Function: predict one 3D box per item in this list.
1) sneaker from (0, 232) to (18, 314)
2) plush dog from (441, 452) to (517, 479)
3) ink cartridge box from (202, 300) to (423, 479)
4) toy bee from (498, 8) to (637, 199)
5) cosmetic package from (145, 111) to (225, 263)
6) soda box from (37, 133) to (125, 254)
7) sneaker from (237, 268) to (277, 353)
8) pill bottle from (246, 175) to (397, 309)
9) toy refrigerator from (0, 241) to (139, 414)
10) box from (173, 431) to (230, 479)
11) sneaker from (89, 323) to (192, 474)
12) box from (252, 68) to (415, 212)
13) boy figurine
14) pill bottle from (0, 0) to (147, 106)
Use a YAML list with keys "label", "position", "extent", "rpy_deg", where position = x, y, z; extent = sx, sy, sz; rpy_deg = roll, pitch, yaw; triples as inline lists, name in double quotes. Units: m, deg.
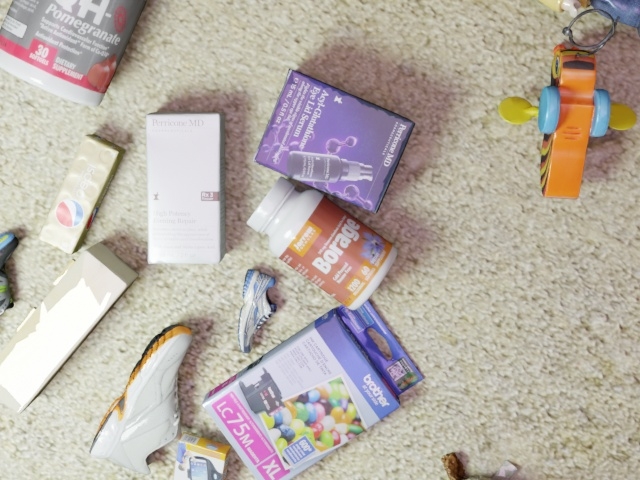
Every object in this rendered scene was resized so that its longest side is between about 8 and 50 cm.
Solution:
- label: "sneaker"
  position: [-0.519, 0.075, 1.709]
  extent: [0.078, 0.067, 0.188]
  rpy_deg: [20, 96, -23]
- label: "plush dog"
  position: [0.239, 0.454, 1.653]
  extent: [0.262, 0.225, 0.210]
  rpy_deg: [-15, 97, 3]
- label: "ink cartridge box"
  position: [-0.010, 0.242, 1.716]
  extent: [0.311, 0.065, 0.186]
  rpy_deg: [-35, 96, 4]
- label: "toy bee"
  position: [0.387, -0.219, 1.617]
  extent: [0.195, 0.162, 0.298]
  rpy_deg: [22, 122, -10]
- label: "cosmetic package"
  position: [-0.207, -0.083, 1.664]
  extent: [0.117, 0.085, 0.231]
  rpy_deg: [-1, 99, 1]
- label: "soda box"
  position: [-0.372, -0.073, 1.682]
  extent: [0.061, 0.058, 0.181]
  rpy_deg: [26, 98, -2]
- label: "sneaker"
  position: [-0.099, 0.115, 1.705]
  extent: [0.058, 0.052, 0.135]
  rpy_deg: [9, 98, -4]
- label: "pill bottle"
  position: [0.000, 0.000, 1.651]
  extent: [0.216, 0.121, 0.121]
  rpy_deg: [35, 97, -4]
- label: "toy refrigerator"
  position: [-0.411, 0.132, 1.688]
  extent: [0.094, 0.102, 0.269]
  rpy_deg: [41, 97, -4]
- label: "box"
  position: [-0.194, 0.379, 1.731]
  extent: [0.081, 0.028, 0.136]
  rpy_deg: [15, 115, 9]
- label: "sneaker"
  position: [-0.256, 0.255, 1.713]
  extent: [0.121, 0.099, 0.262]
  rpy_deg: [30, 105, -10]
- label: "box"
  position: [0.021, -0.152, 1.638]
  extent: [0.207, 0.108, 0.153]
  rpy_deg: [22, 97, -1]
- label: "boy figurine"
  position: [0.380, -0.407, 1.588]
  extent: [0.285, 0.092, 0.177]
  rpy_deg: [31, 66, 14]
- label: "pill bottle"
  position: [-0.343, -0.373, 1.582]
  extent: [0.176, 0.176, 0.318]
  rpy_deg: [25, 97, -2]
